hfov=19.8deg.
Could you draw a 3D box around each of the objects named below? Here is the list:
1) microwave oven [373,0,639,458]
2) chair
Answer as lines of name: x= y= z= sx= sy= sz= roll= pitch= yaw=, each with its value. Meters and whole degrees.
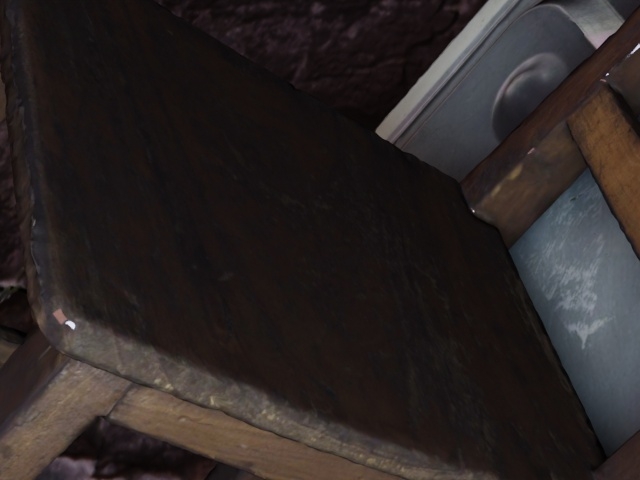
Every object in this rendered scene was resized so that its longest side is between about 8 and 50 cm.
microwave oven: x=0.216 y=0.083 z=0.726 sx=0.247 sy=0.333 sz=0.394 roll=-47 pitch=37 yaw=15
chair: x=0.000 y=0.000 z=0.554 sx=0.416 sy=0.241 sz=0.203 roll=-50 pitch=31 yaw=23
